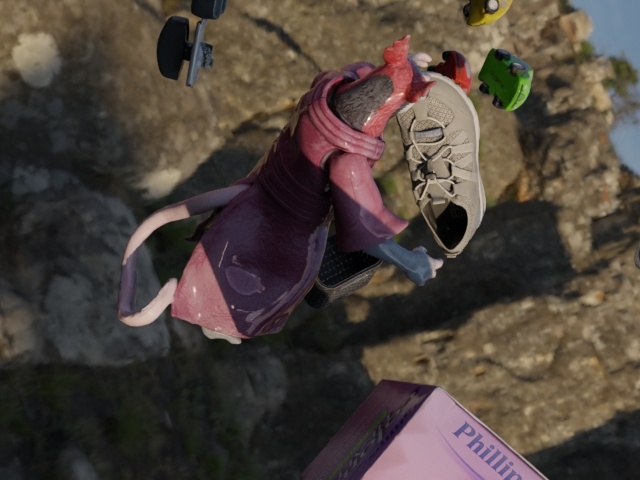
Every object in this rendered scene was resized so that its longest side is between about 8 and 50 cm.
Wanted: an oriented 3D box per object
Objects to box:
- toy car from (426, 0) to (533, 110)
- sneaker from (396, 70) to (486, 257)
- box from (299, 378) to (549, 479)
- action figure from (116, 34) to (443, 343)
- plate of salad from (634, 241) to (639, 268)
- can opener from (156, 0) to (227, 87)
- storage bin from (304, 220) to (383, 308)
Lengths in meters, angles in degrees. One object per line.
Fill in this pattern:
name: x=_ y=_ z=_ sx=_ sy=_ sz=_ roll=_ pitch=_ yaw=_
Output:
toy car: x=0.233 y=-0.245 z=1.298 sx=0.225 sy=0.053 sz=0.239 roll=-116 pitch=-141 yaw=-48
sneaker: x=0.169 y=-0.101 z=1.297 sx=0.115 sy=0.105 sz=0.281 roll=-71 pitch=144 yaw=-46
box: x=0.106 y=0.216 z=0.704 sx=0.213 sy=0.117 sz=0.243 roll=41 pitch=-9 yaw=1
action figure: x=-0.020 y=-0.074 z=0.939 sx=0.370 sy=0.276 sz=0.248 roll=-53 pitch=-145 yaw=44
plate of salad: x=0.580 y=-0.022 z=1.504 sx=0.048 sy=0.200 sz=0.200 roll=41 pitch=8 yaw=-6
can opener: x=-0.179 y=-0.357 z=1.399 sx=0.074 sy=0.093 sz=0.280 roll=-83 pitch=-170 yaw=-64
storage bin: x=0.000 y=0.000 z=1.489 sx=0.180 sy=0.122 sz=0.084 roll=57 pitch=-25 yaw=15
